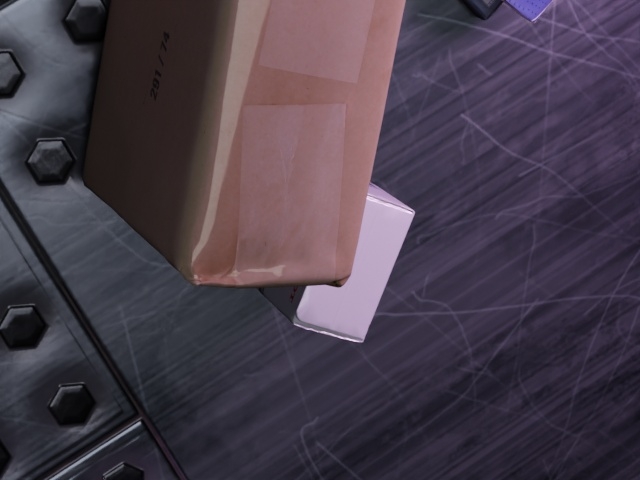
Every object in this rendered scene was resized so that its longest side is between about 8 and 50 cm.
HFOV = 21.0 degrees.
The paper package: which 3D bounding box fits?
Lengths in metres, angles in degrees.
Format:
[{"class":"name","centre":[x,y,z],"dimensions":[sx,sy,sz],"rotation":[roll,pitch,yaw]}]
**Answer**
[{"class":"paper package","centre":[-0.076,-0.155,1.526],"dimensions":[0.168,0.309,0.324],"rotation":[4,105,-27]}]

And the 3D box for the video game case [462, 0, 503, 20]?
[{"class":"video game case","centre":[0.138,-0.380,1.701],"dimensions":[0.274,0.026,0.196],"rotation":[42,88,-25]}]

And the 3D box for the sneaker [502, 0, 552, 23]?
[{"class":"sneaker","centre":[0.264,-0.361,1.641],"dimensions":[0.127,0.182,0.315],"rotation":[30,93,-25]}]

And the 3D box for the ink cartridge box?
[{"class":"ink cartridge box","centre":[0.000,0.000,1.667],"dimensions":[0.082,0.191,0.139],"rotation":[18,99,-25]}]
